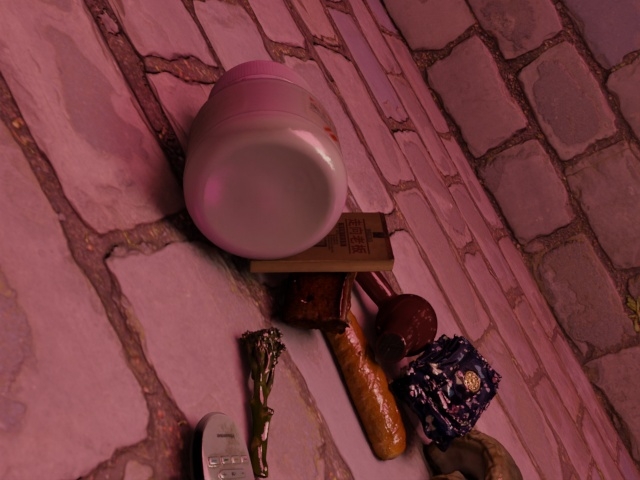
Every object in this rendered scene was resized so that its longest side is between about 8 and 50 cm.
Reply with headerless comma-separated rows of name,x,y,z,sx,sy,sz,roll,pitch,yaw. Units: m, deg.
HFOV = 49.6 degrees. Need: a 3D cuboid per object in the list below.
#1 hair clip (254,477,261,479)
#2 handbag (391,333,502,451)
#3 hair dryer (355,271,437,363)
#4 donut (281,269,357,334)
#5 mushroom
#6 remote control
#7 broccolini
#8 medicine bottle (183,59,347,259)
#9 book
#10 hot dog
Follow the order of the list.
hair clip,-0.003,0.417,0.880,0.292,0.084,0.106,55,7,1
handbag,0.240,0.271,1.301,0.162,0.113,0.260,50,34,12
hair dryer,0.091,0.086,1.359,0.340,0.123,0.312,52,14,11
donut,0.005,0.072,1.174,0.144,0.126,0.187,82,11,-62
mushroom,0.294,0.477,1.249,0.189,0.164,0.267,51,26,-17
remote control,-0.108,0.328,0.803,0.097,0.045,0.256,23,47,-50
broccolini,-0.082,0.227,0.973,0.067,0.058,0.216,8,56,-16
medicine bottle,-0.090,-0.141,1.104,0.241,0.241,0.302,44,20,-30
book,0.000,0.000,1.156,0.161,0.230,0.026,-93,-177,-58
hot dog,0.077,0.245,1.221,0.088,0.061,0.286,-15,75,-53
